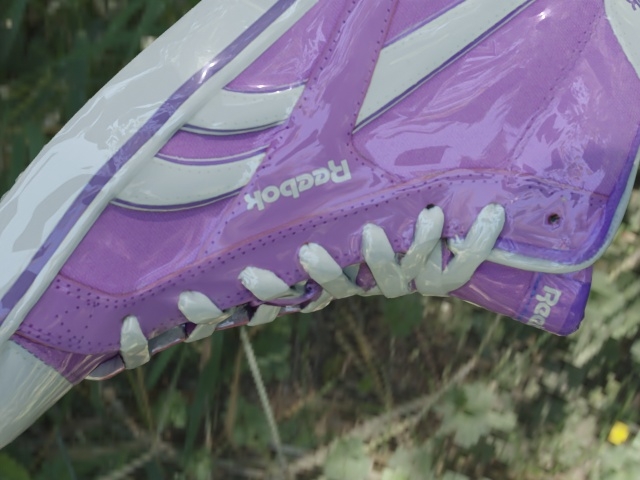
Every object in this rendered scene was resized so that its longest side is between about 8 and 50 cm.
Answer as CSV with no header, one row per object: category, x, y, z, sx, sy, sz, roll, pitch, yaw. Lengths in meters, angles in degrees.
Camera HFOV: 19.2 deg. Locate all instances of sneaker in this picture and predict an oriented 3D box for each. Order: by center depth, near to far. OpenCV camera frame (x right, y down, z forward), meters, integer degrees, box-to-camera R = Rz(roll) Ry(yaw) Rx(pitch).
sneaker,0.000,0.000,0.614,0.282,0.102,0.161,-44,88,-7
